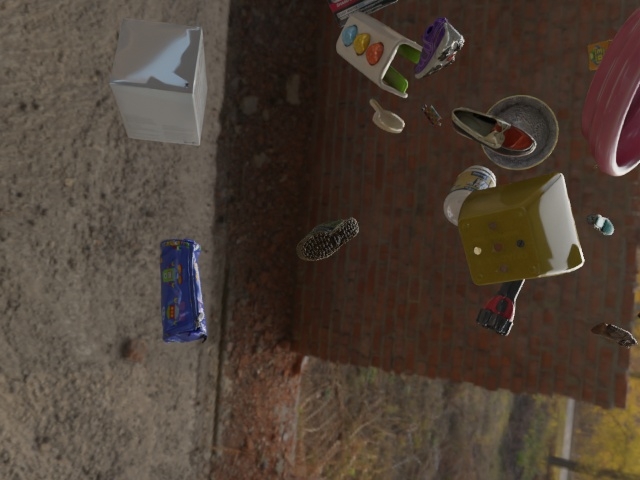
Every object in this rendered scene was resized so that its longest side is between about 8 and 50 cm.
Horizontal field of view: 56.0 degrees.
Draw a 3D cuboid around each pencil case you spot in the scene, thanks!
[{"bbox_3d":[-0.392,0.143,1.718,0.119,0.133,0.305,13,65,-50],"label":"pencil case"}]

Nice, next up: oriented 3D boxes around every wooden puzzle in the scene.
[{"bbox_3d":[0.339,-0.381,1.836,0.083,0.006,0.049,52,55,-11],"label":"wooden puzzle"}]

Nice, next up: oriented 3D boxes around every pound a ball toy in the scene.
[{"bbox_3d":[0.132,-0.432,1.511,0.136,0.319,0.208,15,116,-31],"label":"pound a ball toy"}]

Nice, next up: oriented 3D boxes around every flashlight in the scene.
[{"bbox_3d":[0.573,0.131,1.801,0.103,0.103,0.304,32,82,-31],"label":"flashlight"}]

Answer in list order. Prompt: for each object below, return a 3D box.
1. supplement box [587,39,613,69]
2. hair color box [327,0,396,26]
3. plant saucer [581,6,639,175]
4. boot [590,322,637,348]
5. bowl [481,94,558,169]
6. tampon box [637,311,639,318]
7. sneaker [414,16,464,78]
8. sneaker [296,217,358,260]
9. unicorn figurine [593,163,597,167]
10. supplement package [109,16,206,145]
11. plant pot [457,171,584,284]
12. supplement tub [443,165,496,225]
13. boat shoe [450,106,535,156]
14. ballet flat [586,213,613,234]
[{"bbox_3d":[0.933,-0.576,1.853,0.234,0.080,0.078,-12,100,-23],"label":"supplement box"},{"bbox_3d":[0.059,-0.812,1.662,0.374,0.186,0.113,59,26,-29],"label":"hair color box"},{"bbox_3d":[0.557,-0.276,1.038,0.332,0.084,0.332,-32,140,-31],"label":"plant saucer"},{"bbox_3d":[0.831,0.273,1.702,0.042,0.087,0.118,-52,177,-10],"label":"boot"},{"bbox_3d":[0.463,-0.251,1.407,0.080,0.170,0.170,-23,115,-69],"label":"bowl"},{"bbox_3d":[0.579,0.129,0.905,0.161,0.120,0.101,26,105,-46],"label":"tampon box"},{"bbox_3d":[0.214,-0.359,1.119,0.071,0.068,0.170,63,-13,5],"label":"sneaker"},{"bbox_3d":[0.000,0.000,1.439,0.192,0.086,0.064,-29,105,-39],"label":"sneaker"},{"bbox_3d":[0.853,-0.305,1.764,0.111,0.060,0.161,122,-31,-79],"label":"unicorn figurine"},{"bbox_3d":[-0.408,-0.403,1.562,0.262,0.200,0.197,111,-17,-69],"label":"supplement package"},{"bbox_3d":[0.403,-0.008,1.265,0.187,0.212,0.212,-21,97,-54],"label":"plant pot"},{"bbox_3d":[0.509,-0.151,2.032,0.199,0.145,0.144,-55,140,-43],"label":"supplement tub"},{"bbox_3d":[0.266,-0.170,0.933,0.049,0.137,0.043,-61,161,-6],"label":"boat shoe"},{"bbox_3d":[0.719,-0.044,1.554,0.114,0.041,0.041,21,74,-42],"label":"ballet flat"}]
